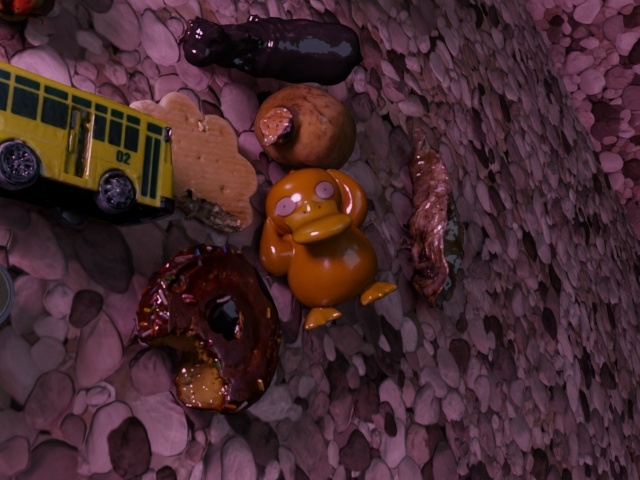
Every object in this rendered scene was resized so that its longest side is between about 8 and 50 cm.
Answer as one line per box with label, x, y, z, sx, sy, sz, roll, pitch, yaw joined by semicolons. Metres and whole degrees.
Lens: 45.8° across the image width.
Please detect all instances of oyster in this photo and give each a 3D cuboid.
oyster;0.245;-0.030;1.620;0.204;0.111;0.396;46;40;-57

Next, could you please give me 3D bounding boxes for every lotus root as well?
lotus root;-0.023;-0.187;1.284;0.257;0.154;0.140;15;86;-68

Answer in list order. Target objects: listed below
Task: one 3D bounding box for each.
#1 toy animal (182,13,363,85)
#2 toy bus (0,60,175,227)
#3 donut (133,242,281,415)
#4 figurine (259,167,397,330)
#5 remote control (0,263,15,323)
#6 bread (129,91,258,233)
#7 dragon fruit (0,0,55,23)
toy animal;-0.091;-0.313;1.233;0.343;0.168;0.106;-7;115;-37
toy bus;-0.302;-0.105;0.885;0.262;0.128;0.150;15;71;-45
donut;-0.153;0.116;1.031;0.230;0.096;0.216;47;41;-30
figurine;0.001;0.006;1.229;0.215;0.215;0.228;-58;138;-46
remote control;-0.422;0.010;0.768;0.244;0.047;0.087;45;46;-30
bread;-0.190;-0.121;1.127;0.251;0.039;0.182;27;54;-42
dragon fruit;-0.368;-0.338;0.925;0.175;0.142;0.138;-6;115;-33
